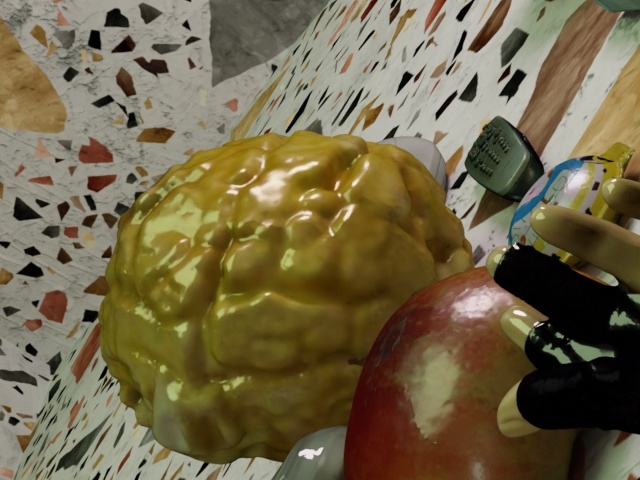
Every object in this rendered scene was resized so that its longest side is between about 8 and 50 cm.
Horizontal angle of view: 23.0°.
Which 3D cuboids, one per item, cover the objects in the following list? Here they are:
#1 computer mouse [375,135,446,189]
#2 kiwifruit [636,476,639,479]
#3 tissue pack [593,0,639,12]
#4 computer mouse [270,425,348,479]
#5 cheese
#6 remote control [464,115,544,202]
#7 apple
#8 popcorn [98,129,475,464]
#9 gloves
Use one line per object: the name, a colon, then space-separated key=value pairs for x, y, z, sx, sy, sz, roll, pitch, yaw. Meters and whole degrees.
computer mouse: x=0.037 y=-0.014 z=1.948 sx=0.297 sy=0.121 sz=0.184 roll=-46 pitch=19 yaw=38
kiwifruit: x=0.212 y=0.176 z=0.953 sx=0.124 sy=0.075 sz=0.075 roll=-56 pitch=12 yaw=24
tissue pack: x=0.354 y=-0.317 z=1.551 sx=0.177 sy=0.089 sz=0.263 roll=-56 pitch=14 yaw=0
computer mouse: x=-0.039 y=0.311 z=1.335 sx=0.095 sy=0.197 sz=0.331 roll=20 pitch=77 yaw=31
cheese: x=0.195 y=0.012 z=1.412 sx=0.250 sy=0.064 sz=0.156 roll=-54 pitch=12 yaw=6
remote control: x=0.196 y=-0.087 z=1.696 sx=0.072 sy=0.042 sz=0.222 roll=-55 pitch=12 yaw=9
apple: x=0.108 y=0.131 z=1.242 sx=0.293 sy=0.163 sz=0.251 roll=-59 pitch=14 yaw=-15
popcorn: x=-0.049 y=0.055 z=1.599 sx=0.390 sy=0.354 sz=0.344 roll=-55 pitch=-6 yaw=17
gloves: x=0.214 y=0.058 z=1.011 sx=0.197 sy=0.152 sz=0.301 roll=-46 pitch=34 yaw=-20
